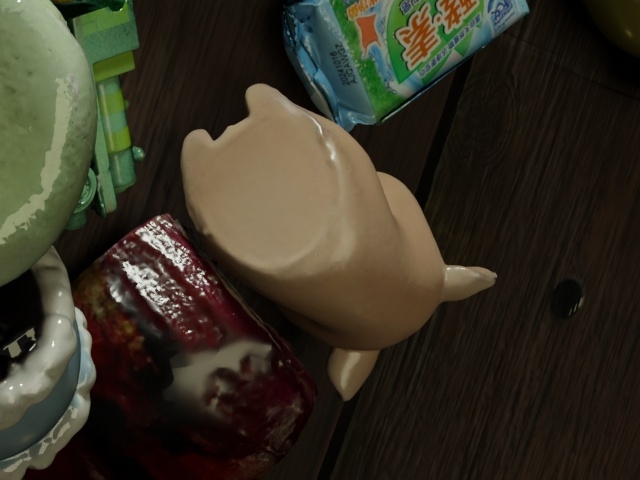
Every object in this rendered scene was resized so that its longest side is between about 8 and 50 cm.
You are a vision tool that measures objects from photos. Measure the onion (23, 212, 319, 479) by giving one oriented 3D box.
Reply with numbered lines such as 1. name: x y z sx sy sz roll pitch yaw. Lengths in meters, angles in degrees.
1. onion: -0.133 0.166 1.583 0.280 0.146 0.314 -49 129 -11

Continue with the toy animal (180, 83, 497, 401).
1. toy animal: 0.001 0.000 1.590 0.195 0.213 0.256 -41 146 11

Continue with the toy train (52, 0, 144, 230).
1. toy train: -0.214 -0.114 1.485 0.132 0.083 0.200 -25 121 -37

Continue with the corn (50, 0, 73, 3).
1. corn: -0.308 -0.267 1.374 0.288 0.086 0.086 17 92 -36

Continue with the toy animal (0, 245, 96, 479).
1. toy animal: -0.279 0.115 1.410 0.208 0.156 0.204 -30 156 -13

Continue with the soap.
1. soap: 0.087 -0.233 1.670 0.293 0.077 0.156 -37 121 -22

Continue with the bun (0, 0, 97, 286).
1. bun: -0.320 -0.093 1.351 0.293 0.187 0.293 0 92 -5

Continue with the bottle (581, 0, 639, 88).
1. bottle: 0.362 -0.288 1.795 0.171 0.171 0.351 -47 125 -16
